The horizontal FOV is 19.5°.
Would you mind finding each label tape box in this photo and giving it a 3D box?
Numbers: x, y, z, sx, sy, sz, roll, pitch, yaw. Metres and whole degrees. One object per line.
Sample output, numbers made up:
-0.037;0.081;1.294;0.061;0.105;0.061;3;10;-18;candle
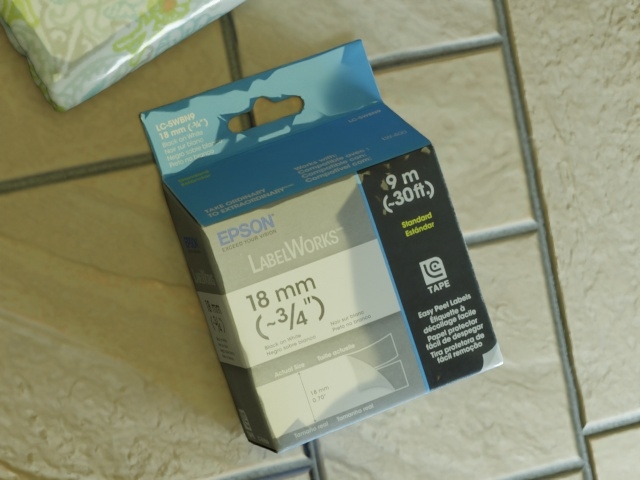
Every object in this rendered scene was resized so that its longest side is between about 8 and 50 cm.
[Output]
0.000;0.000;1.745;0.241;0.106;0.333;-20;96;-15;label tape box

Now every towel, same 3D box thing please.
-0.205;-0.355;1.694;0.320;0.090;0.374;-33;99;-10;towel
